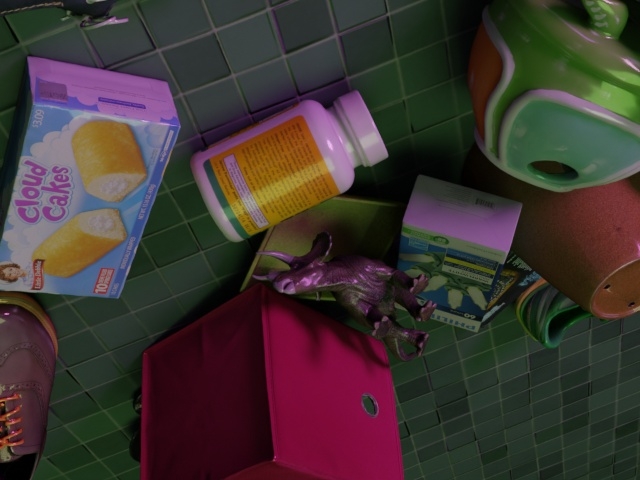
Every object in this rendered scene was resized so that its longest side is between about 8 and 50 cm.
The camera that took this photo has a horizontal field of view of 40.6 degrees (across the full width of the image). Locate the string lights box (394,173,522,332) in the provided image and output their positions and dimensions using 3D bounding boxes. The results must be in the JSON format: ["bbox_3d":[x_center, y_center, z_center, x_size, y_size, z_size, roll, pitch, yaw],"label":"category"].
[{"bbox_3d":[0.174,0.024,1.152,0.133,0.077,0.260,16,154,10],"label":"string lights box"}]

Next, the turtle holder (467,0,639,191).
[{"bbox_3d":[0.311,-0.176,0.969,0.320,0.243,0.227,2,132,-33],"label":"turtle holder"}]

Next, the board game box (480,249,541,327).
[{"bbox_3d":[0.278,0.059,1.360,0.126,0.026,0.186,24,121,-40],"label":"board game box"}]

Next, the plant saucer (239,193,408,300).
[{"bbox_3d":[0.000,0.000,1.166,0.188,0.045,0.188,5,131,-27],"label":"plant saucer"}]

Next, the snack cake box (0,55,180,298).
[{"bbox_3d":[-0.270,-0.059,0.957,0.152,0.089,0.264,5,132,-28],"label":"snack cake box"}]

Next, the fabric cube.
[{"bbox_3d":[-0.071,0.252,1.211,0.259,0.254,0.258,-30,139,31],"label":"fabric cube"}]

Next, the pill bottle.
[{"bbox_3d":[-0.034,-0.091,1.002,0.208,0.117,0.117,-26,138,3],"label":"pill bottle"}]

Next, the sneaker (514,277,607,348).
[{"bbox_3d":[0.440,0.062,1.359,0.109,0.123,0.295,21,123,-37],"label":"sneaker"}]

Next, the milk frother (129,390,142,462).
[{"bbox_3d":[-0.224,0.309,1.327,0.129,0.134,0.143,-53,142,-12],"label":"milk frother"}]

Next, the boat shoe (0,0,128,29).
[{"bbox_3d":[-0.205,-0.240,0.796,0.254,0.095,0.079,-23,128,-12],"label":"boat shoe"}]

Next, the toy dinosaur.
[{"bbox_3d":[0.067,0.071,1.146,0.121,0.160,0.313,-57,145,2],"label":"toy dinosaur"}]

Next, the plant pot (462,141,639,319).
[{"bbox_3d":[0.341,-0.029,1.126,0.237,0.254,0.237,-12,138,-11],"label":"plant pot"}]

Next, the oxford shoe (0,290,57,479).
[{"bbox_3d":[-0.409,0.213,1.149,0.130,0.133,0.364,-6,136,-17],"label":"oxford shoe"}]
